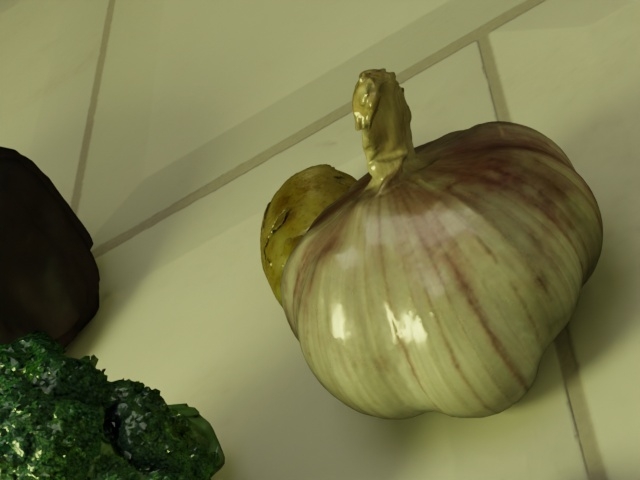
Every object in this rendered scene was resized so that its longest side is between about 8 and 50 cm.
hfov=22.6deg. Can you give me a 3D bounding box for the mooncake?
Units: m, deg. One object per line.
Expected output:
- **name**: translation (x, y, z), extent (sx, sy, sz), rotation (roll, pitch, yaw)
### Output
- **mooncake**: translation (-0.394, 0.059, 1.545), extent (0.350, 0.212, 0.381), rotation (-33, 26, -1)

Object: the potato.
- **potato**: translation (0.000, 0.000, 1.327), extent (0.107, 0.080, 0.170), rotation (-17, 31, 12)

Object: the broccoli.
- **broccoli**: translation (-0.171, 0.184, 1.122), extent (0.270, 0.270, 0.270), rotation (-19, 4, 30)

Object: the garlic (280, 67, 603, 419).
- **garlic**: translation (0.067, -0.017, 1.104), extent (0.245, 0.253, 0.245), rotation (-19, 36, 15)
